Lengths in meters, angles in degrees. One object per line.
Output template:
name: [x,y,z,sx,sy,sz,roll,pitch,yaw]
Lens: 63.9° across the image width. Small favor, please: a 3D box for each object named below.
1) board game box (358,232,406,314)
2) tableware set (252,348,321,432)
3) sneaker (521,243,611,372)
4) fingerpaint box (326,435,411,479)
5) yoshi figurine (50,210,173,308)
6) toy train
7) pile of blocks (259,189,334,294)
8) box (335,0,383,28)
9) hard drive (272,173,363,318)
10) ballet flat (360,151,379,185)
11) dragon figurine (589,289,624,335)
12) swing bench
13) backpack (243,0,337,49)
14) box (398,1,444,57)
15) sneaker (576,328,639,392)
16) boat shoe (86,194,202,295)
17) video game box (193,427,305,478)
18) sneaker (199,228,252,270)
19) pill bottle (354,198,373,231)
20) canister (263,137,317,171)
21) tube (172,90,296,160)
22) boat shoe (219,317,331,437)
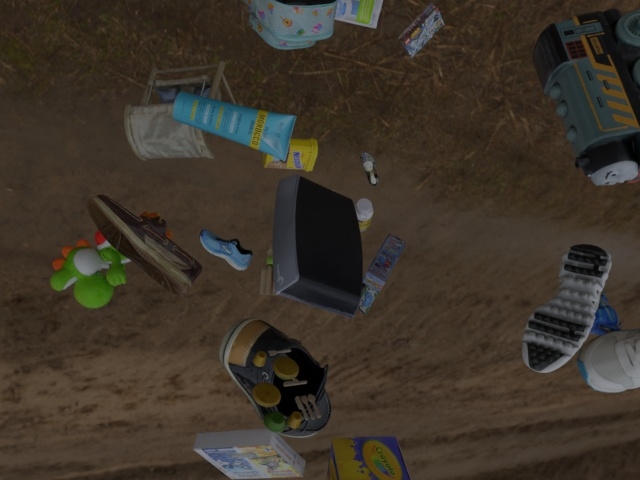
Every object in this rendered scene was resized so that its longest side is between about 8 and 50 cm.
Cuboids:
board game box: [0.154,0.101,1.425,0.194,0.060,0.194,-64,171,26]
tableware set: [-0.071,0.247,0.854,0.104,0.154,0.024,1,128,-32]
sneaker: [0.500,0.149,1.027,0.292,0.110,0.118,-51,138,-19]
fingerpaint box: [0.107,0.693,1.021,0.163,0.445,0.371,2,116,-10]
yoshi figurine: [-0.620,0.072,1.560,0.362,0.203,0.204,-37,153,-24]
toy train: [0.492,-0.244,0.870,0.190,0.334,0.142,-10,160,5]
pile of blocks: [-0.066,-0.002,1.436,0.362,0.149,0.112,-61,177,-9]
box: [0.044,-0.571,1.153,0.203,0.103,0.114,13,138,0]
hard drive: [0.000,0.000,0.909,0.172,0.255,0.054,22,136,-26]
ballet flat: [0.149,-0.208,1.519,0.041,0.041,0.114,-25,123,2]
dragon figurine: [0.758,0.192,1.409,0.144,0.085,0.289,-12,122,18]
swing bench: [-0.398,-0.367,1.468,0.253,0.255,0.165,2,140,22]
backpack: [-0.057,-0.468,1.027,0.165,0.188,0.144,-15,138,-27]
box: [0.299,-0.620,1.517,0.137,0.027,0.094,-45,154,10]
sneaker: [0.481,0.157,0.729,0.228,0.087,0.092,-10,155,-5]
boat shoe: [-0.457,-0.007,1.363,0.342,0.123,0.123,44,143,-12]
video game box: [-0.165,0.508,1.213,0.205,0.048,0.187,-12,135,21]
sneaker: [-0.258,0.012,1.424,0.162,0.063,0.073,32,116,-14]
pill bottle: [0.126,-0.080,1.563,0.065,0.065,0.116,-15,156,-10]
canister: [-0.106,-0.297,1.761,0.169,0.073,0.126,1,148,-14]
tube: [-0.151,-0.207,0.902,0.207,0.052,0.080,15,104,-3]
boat shoe: [-0.065,0.360,1.230,0.187,0.156,0.500,-58,143,-27]
